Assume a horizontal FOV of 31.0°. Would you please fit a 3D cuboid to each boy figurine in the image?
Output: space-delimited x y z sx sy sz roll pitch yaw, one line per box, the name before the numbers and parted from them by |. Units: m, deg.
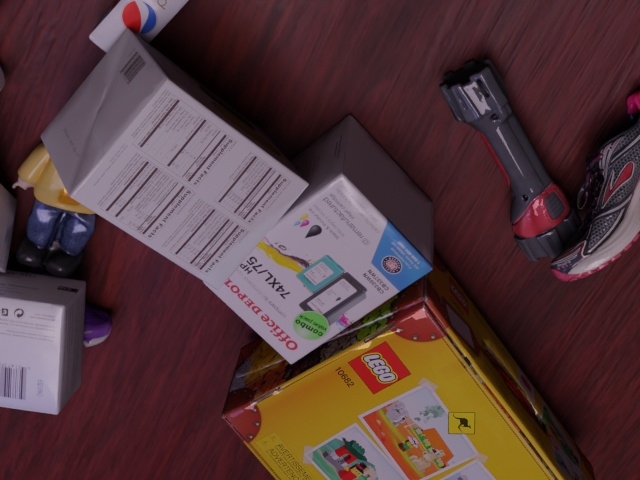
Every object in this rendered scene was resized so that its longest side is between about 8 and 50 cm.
boy figurine | -0.366 -0.081 1.724 0.177 0.092 0.285 23 123 -6

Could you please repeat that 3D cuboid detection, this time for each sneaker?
sneaker | 0.411 -0.072 1.619 0.112 0.121 0.299 35 85 -4
sneaker | -0.439 0.088 1.834 0.236 0.095 0.105 23 112 -8

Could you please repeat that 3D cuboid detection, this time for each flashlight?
flashlight | 0.271 -0.115 1.653 0.103 0.103 0.304 -27 111 21

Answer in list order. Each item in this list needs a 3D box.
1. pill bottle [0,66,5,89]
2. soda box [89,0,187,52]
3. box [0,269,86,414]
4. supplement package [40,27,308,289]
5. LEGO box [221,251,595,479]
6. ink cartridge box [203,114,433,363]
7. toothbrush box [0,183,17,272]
pill bottle | -0.552 -0.201 1.655 0.193 0.108 0.108 -29 115 19
soda box | -0.219 -0.338 1.565 0.069 0.074 0.216 39 116 -18
box | -0.461 0.150 1.748 0.180 0.119 0.182 7 107 3
supplement package | -0.198 -0.109 1.557 0.262 0.199 0.198 35 99 -36
LEGO box | 0.149 0.312 1.803 0.372 0.193 0.500 -31 110 19
ink cartridge box | 0.000 0.000 1.678 0.270 0.197 0.198 -36 111 23
toothbrush box | -0.623 -0.045 1.676 0.295 0.126 0.216 2 163 5
